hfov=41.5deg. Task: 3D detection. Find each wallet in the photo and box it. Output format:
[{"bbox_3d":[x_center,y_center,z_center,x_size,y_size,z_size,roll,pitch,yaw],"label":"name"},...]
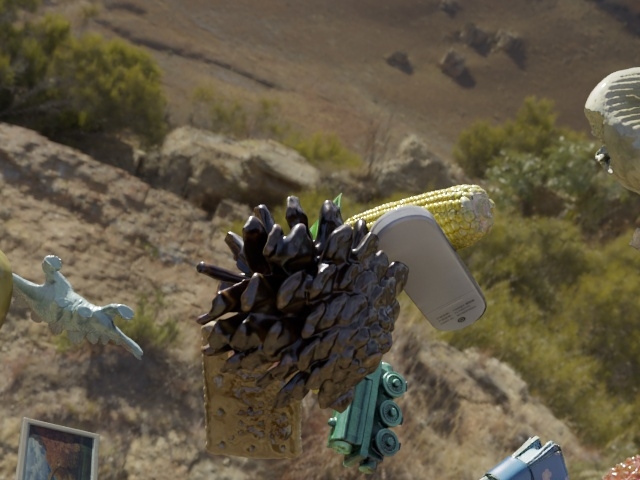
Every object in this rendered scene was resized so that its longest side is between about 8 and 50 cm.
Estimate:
[{"bbox_3d":[0.286,0.392,1.246,0.202,0.141,0.059,-27,15,-28],"label":"wallet"}]

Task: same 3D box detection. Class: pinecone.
[{"bbox_3d":[-0.022,0.061,0.866,0.201,0.229,0.202,5,43,15],"label":"pinecone"}]

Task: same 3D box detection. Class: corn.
[{"bbox_3d":[0.116,-0.015,1.067,0.081,0.248,0.081,8,76,-35],"label":"corn"}]

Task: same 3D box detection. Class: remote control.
[{"bbox_3d":[0.129,0.039,0.985,0.245,0.077,0.022,49,19,-47],"label":"remote control"}]

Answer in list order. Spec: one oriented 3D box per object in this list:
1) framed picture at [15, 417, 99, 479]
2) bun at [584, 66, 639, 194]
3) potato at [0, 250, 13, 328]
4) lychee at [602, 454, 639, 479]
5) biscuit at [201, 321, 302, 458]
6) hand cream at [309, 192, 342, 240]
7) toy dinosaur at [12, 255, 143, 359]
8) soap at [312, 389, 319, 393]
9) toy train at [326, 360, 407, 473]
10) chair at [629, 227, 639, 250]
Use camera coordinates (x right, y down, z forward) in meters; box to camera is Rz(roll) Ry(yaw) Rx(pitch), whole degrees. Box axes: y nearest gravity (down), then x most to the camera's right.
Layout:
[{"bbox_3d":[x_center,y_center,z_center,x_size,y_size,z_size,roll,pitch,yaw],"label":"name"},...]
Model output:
[{"bbox_3d":[-0.557,0.505,1.791,0.184,0.016,0.250,24,38,-32],"label":"framed picture"},{"bbox_3d":[0.405,-0.119,1.009,0.193,0.128,0.178,3,54,-2],"label":"bun"},{"bbox_3d":[-0.368,0.091,0.625,0.191,0.141,0.296,-5,21,47],"label":"potato"},{"bbox_3d":[0.379,0.314,0.933,0.165,0.165,0.197,33,18,13],"label":"lychee"},{"bbox_3d":[-0.141,0.320,1.769,0.217,0.325,0.044,3,22,1],"label":"biscuit"},{"bbox_3d":[0.000,0.000,1.373,0.046,0.175,0.095,14,65,-11],"label":"hand cream"},{"bbox_3d":[-0.256,0.055,0.805,0.209,0.082,0.039,36,50,1],"label":"toy dinosaur"},{"bbox_3d":[-0.023,0.333,2.047,0.012,0.034,0.089,10,32,-34],"label":"soap"},{"bbox_3d":[0.060,0.243,1.209,0.111,0.071,0.170,25,52,-15],"label":"toy train"},{"bbox_3d":[0.389,-0.013,0.547,0.240,0.203,0.416,22,10,5],"label":"chair"}]
